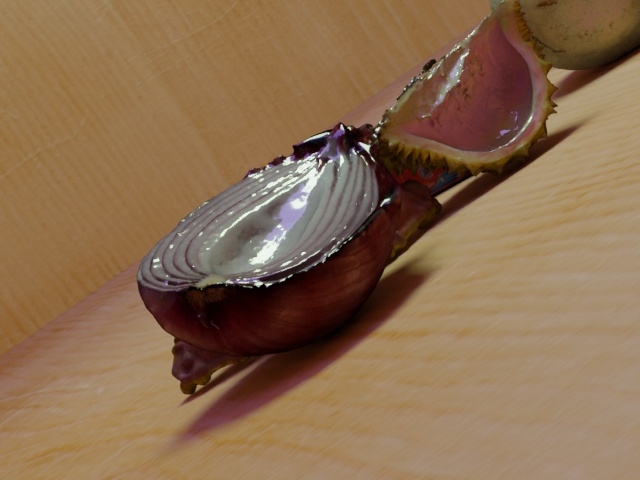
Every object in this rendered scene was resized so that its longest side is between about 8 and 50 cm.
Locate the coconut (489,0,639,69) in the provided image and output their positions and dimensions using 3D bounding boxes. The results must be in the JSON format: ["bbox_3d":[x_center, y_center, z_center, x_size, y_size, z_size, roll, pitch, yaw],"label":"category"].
[{"bbox_3d":[0.299,-0.304,2.040,0.224,0.224,0.234,-32,8,13],"label":"coconut"}]

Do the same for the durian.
[{"bbox_3d":[0.143,-0.135,1.769,0.165,0.132,0.182,-10,46,47],"label":"durian"}]

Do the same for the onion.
[{"bbox_3d":[-0.015,0.005,1.582,0.227,0.120,0.283,2,38,39],"label":"onion"}]

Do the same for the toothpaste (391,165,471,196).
[{"bbox_3d":[0.067,-0.057,1.971,0.320,0.066,0.076,-29,8,33],"label":"toothpaste"}]

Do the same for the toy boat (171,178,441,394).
[{"bbox_3d":[-0.019,0.023,1.714,0.318,0.099,0.141,-36,48,-16],"label":"toy boat"}]
